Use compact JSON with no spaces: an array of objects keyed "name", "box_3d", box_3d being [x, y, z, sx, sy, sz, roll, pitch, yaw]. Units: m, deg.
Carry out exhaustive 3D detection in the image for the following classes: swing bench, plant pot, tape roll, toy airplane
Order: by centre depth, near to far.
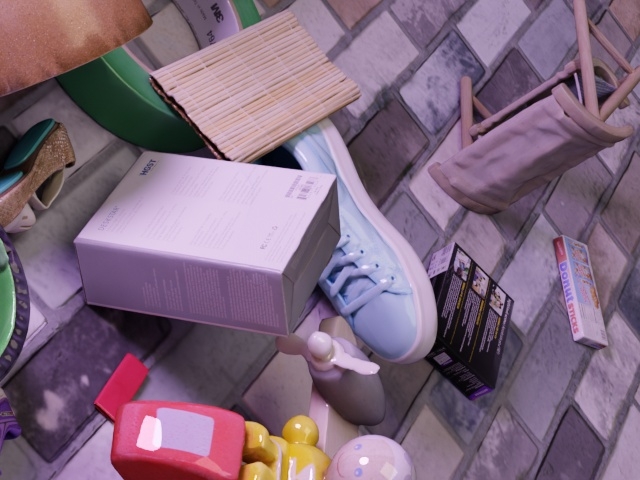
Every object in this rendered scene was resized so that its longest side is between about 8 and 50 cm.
[{"name":"toy airplane","box_3d":[0.003,0.283,1.448,0.384,0.272,0.386,-19,80,-53]},{"name":"plant pot","box_3d":[-0.322,-0.292,1.450,0.237,0.237,0.254,-44,119,-52]},{"name":"tape roll","box_3d":[-0.204,-0.263,1.755,0.321,0.077,0.321,28,46,-33]},{"name":"swing bench","box_3d":[0.323,-0.177,2.142,0.165,0.253,0.255,43,40,-20]}]

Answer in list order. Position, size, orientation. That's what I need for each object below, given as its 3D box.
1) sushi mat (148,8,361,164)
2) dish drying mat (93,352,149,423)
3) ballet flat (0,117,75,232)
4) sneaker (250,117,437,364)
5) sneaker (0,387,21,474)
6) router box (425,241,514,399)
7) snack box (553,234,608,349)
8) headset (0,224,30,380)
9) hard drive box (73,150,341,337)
[{"name":"sushi mat","box_3d":[-0.070,-0.187,1.756,0.151,0.019,0.316,47,37,5]},{"name":"dish drying mat","box_3d":[-0.208,0.154,1.518,0.032,0.008,0.083,46,40,-14]},{"name":"ballet flat","box_3d":[-0.309,-0.050,1.499,0.067,0.073,0.206,59,38,-23]},{"name":"sneaker","box_3d":[0.000,0.000,1.768,0.150,0.135,0.366,-9,61,-50]},{"name":"sneaker","box_3d":[-0.323,0.198,1.312,0.071,0.068,0.170,57,36,-12]},{"name":"router box","box_3d":[0.194,0.108,1.971,0.133,0.046,0.179,44,40,-19]},{"name":"snack box","box_3d":[0.402,0.079,2.246,0.064,0.022,0.178,20,52,-39]},{"name":"headset","box_3d":[-0.403,0.051,1.221,0.394,0.185,0.243,-25,84,-49]},{"name":"hard drive box","box_3d":[-0.115,-0.002,1.545,0.181,0.232,0.089,-60,153,-48]}]
